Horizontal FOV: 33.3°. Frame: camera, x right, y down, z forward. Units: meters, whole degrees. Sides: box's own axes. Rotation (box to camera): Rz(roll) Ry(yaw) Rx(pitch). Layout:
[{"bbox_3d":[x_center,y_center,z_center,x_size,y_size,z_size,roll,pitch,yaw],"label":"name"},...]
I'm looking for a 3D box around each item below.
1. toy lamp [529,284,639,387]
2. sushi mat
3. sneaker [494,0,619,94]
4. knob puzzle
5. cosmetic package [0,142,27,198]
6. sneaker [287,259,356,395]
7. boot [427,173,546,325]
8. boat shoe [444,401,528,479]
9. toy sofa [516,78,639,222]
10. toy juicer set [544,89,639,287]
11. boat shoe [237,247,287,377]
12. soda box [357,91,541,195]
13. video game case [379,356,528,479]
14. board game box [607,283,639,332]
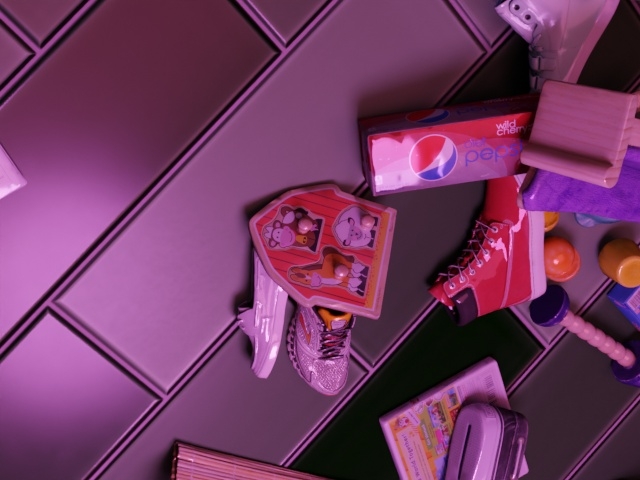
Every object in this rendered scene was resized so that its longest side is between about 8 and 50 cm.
[{"bbox_3d":[0.450,0.161,1.710,0.274,0.080,0.080,34,91,-27],"label":"toy lamp"},{"bbox_3d":[-0.067,0.379,1.511,0.316,0.151,0.019,20,131,-28],"label":"sushi mat"},{"bbox_3d":[0.296,-0.270,1.509,0.151,0.094,0.256,22,111,-6],"label":"sneaker"},{"bbox_3d":[0.000,0.000,1.418,0.213,0.030,0.213,6,61,-11],"label":"knob puzzle"},{"bbox_3d":[-0.443,-0.140,1.128,0.138,0.224,0.225,-33,116,-12],"label":"cosmetic package"},{"bbox_3d":[0.003,0.116,1.484,0.088,0.093,0.225,-15,112,-20],"label":"sneaker"},{"bbox_3d":[0.231,0.004,1.558,0.176,0.088,0.244,-19,116,-16],"label":"boot"},{"bbox_3d":[0.248,0.416,1.642,0.119,0.121,0.335,10,100,-22],"label":"boat shoe"},{"bbox_3d":[0.443,-0.094,1.438,0.362,0.150,0.177,7,101,-38],"label":"toy sofa"},{"bbox_3d":[0.403,-0.086,1.615,0.209,0.089,0.329,-1,111,-5],"label":"toy juicer set"},{"bbox_3d":[-0.082,0.097,1.459,0.063,0.066,0.184,8,105,-12],"label":"boat shoe"},{"bbox_3d":[0.188,-0.133,1.455,0.263,0.083,0.092,-9,113,-5],"label":"soda box"},{"bbox_3d":[0.213,0.322,1.682,0.206,0.026,0.227,-27,116,-15],"label":"video game case"},{"bbox_3d":[0.588,0.097,1.766,0.160,0.047,0.210,-49,118,-4],"label":"board game box"}]
